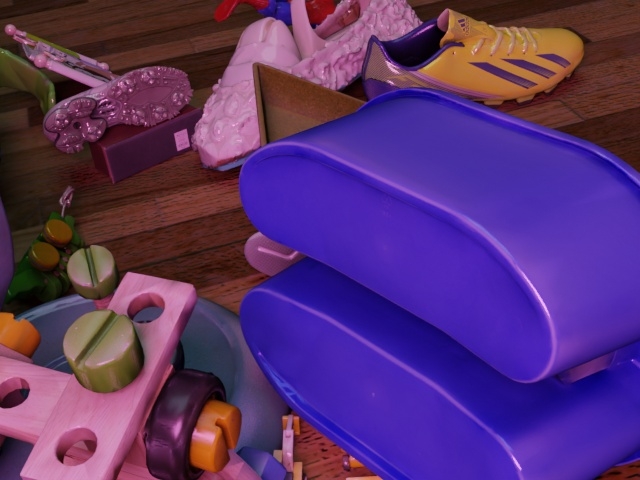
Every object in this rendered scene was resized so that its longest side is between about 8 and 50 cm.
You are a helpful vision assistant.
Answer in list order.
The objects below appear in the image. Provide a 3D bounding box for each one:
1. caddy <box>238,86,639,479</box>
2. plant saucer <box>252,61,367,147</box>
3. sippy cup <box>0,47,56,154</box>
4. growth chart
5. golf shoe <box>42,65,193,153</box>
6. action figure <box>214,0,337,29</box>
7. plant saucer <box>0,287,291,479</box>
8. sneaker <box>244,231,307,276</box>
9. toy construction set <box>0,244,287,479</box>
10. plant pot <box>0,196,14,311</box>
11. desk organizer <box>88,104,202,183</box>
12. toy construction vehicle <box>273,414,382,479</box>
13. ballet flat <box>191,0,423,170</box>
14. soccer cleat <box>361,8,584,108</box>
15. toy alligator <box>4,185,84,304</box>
[{"bbox_3d":[0.094,0.033,0.643,0.179,0.241,0.341,-22,37,-37],"label":"caddy"},{"bbox_3d":[0.012,-0.097,0.965,0.188,0.045,0.188,17,33,-20],"label":"plant saucer"},{"bbox_3d":[-0.468,-0.141,1.031,0.305,0.240,0.224,-36,51,-4],"label":"sippy cup"},{"bbox_3d":[-0.313,-0.224,1.204,0.172,0.021,0.237,18,12,-31],"label":"growth chart"},{"bbox_3d":[-0.238,-0.161,1.063,0.176,0.069,0.086,-22,27,-21],"label":"golf shoe"},{"bbox_3d":[-0.069,-0.290,1.242,0.280,0.139,0.091,-6,62,-52],"label":"action figure"},{"bbox_3d":[-0.183,0.130,0.733,0.318,0.043,0.317,-4,35,3],"label":"plant saucer"},{"bbox_3d":[0.000,0.000,0.888,0.152,0.053,0.061,-8,25,-12],"label":"sneaker"},{"bbox_3d":[-0.175,0.129,0.511,0.257,0.237,0.309,38,63,22],"label":"toy construction set"},{"bbox_3d":[-0.389,0.042,0.550,0.341,0.341,0.334,9,26,21],"label":"plant pot"},{"bbox_3d":[-0.204,-0.120,1.091,0.130,0.047,0.050,-28,38,-28],"label":"desk organizer"},{"bbox_3d":[0.007,0.163,0.659,0.086,0.035,0.098,-2,35,6],"label":"toy construction vehicle"},{"bbox_3d":[-0.027,-0.227,1.135,0.147,0.147,0.409,19,41,32],"label":"ballet flat"},{"bbox_3d":[0.189,-0.224,1.108,0.289,0.121,0.093,-14,35,-11],"label":"soccer cleat"},{"bbox_3d":[-0.259,0.009,0.915,0.051,0.056,0.189,34,31,-16],"label":"toy alligator"}]
